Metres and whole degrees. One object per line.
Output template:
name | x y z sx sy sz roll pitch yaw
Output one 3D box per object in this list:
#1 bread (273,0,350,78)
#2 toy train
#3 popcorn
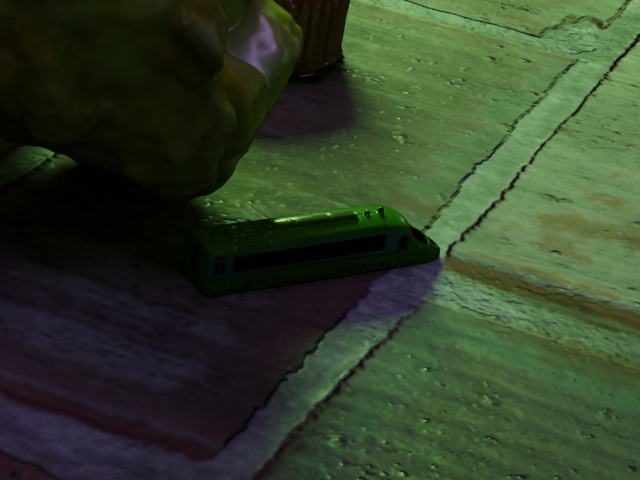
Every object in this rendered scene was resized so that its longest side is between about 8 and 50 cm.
bread | -0.068 -0.228 1.752 0.199 0.104 0.199 7 29 -4
toy train | 0.000 0.000 1.400 0.209 0.042 0.044 -9 33 -29
popcorn | -0.175 -0.164 1.399 0.292 0.334 0.293 -14 49 17
